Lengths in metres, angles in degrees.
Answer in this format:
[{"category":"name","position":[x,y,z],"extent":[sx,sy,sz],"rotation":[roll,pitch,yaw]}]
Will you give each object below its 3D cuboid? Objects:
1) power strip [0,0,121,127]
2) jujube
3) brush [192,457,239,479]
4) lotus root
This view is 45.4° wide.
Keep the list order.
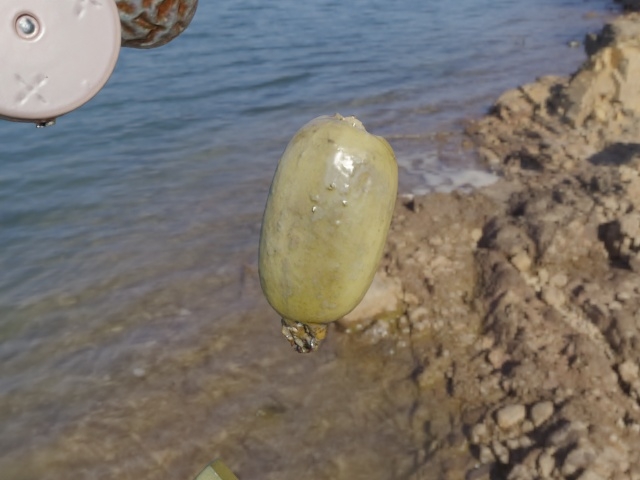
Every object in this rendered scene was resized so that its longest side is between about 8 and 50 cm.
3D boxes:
[{"category":"power strip","position":[-0.248,-0.172,0.640],"extent":[0.154,0.154,0.078],"rotation":[-13,13,-24]},{"category":"jujube","position":[-0.334,-0.422,1.242],"extent":[0.246,0.215,0.308],"rotation":[-20,-11,39]},{"category":"brush","position":[-0.090,0.400,0.979],"extent":[0.233,0.103,0.047],"rotation":[43,7,10]},{"category":"lotus root","position":[0.000,0.000,1.030],"extent":[0.169,0.342,0.151],"rotation":[19,14,16]}]
